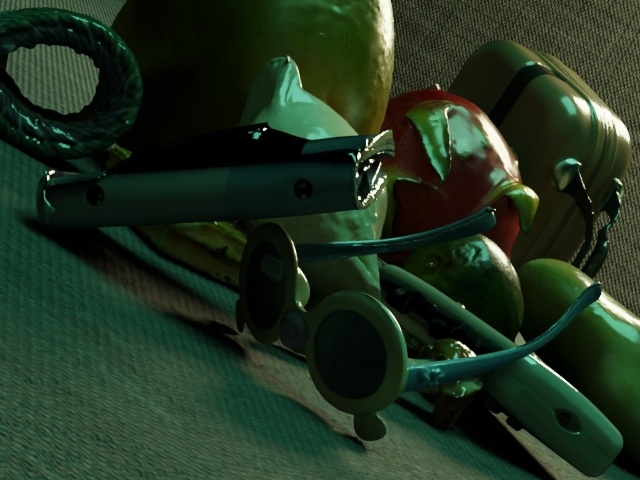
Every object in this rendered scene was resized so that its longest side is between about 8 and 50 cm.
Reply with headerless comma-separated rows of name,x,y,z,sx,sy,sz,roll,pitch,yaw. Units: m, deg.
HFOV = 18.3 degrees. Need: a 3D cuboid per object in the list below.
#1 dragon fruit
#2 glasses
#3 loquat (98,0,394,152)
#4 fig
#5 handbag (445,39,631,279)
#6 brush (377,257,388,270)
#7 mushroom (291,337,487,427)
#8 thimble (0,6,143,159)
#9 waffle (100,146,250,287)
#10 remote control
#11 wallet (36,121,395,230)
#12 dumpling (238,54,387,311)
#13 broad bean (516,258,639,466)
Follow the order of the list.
dragon fruit,0.108,-0.039,2.046,0.224,0.224,0.227,26,36,-42
glasses,0.065,0.021,1.356,0.220,0.088,0.189,-25,38,-25
loquat,-0.059,-0.155,1.815,0.276,0.284,0.276,26,5,-2
fig,0.147,0.069,1.865,0.177,0.117,0.117,48,-4,-34
handbag,0.216,-0.044,2.199,0.149,0.302,0.283,22,17,-45
brush,0.000,0.000,1.943,0.060,0.068,0.297,54,-5,-37
mushroom,0.046,0.090,1.464,0.187,0.060,0.061,17,28,-34
thimble,-0.214,-0.129,1.622,0.135,0.118,0.090,13,5,-11
waffle,-0.110,-0.017,1.574,0.102,0.042,0.148,28,7,-38
remote control,0.133,0.101,1.651,0.140,0.056,0.296,42,-3,-26
wallet,-0.069,-0.044,1.371,0.231,0.069,0.170,-4,4,11
dumpling,-0.018,-0.025,1.621,0.216,0.166,0.126,46,50,5
broad bean,0.284,0.113,1.939,0.263,0.121,0.189,51,-2,41
